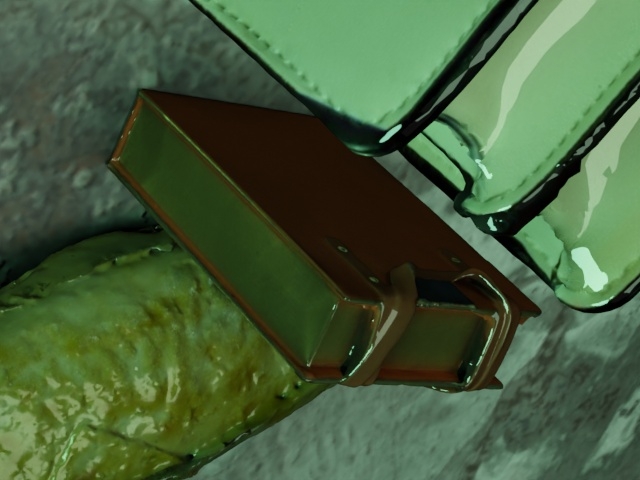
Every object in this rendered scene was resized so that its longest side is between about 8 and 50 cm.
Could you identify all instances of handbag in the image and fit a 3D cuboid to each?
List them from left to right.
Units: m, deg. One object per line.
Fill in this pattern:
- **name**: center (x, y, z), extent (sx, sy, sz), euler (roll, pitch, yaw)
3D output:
- **handbag**: center (0.000, 0.000, 0.864), extent (0.127, 0.190, 0.062), euler (6, 117, -42)
- **handbag**: center (0.029, -0.176, 0.618), extent (0.236, 0.358, 0.160), euler (-49, 137, 4)

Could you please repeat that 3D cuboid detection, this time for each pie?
- **pie**: center (-0.105, 0.066, 0.897), extent (0.282, 0.068, 0.128), euler (-22, 103, -31)
